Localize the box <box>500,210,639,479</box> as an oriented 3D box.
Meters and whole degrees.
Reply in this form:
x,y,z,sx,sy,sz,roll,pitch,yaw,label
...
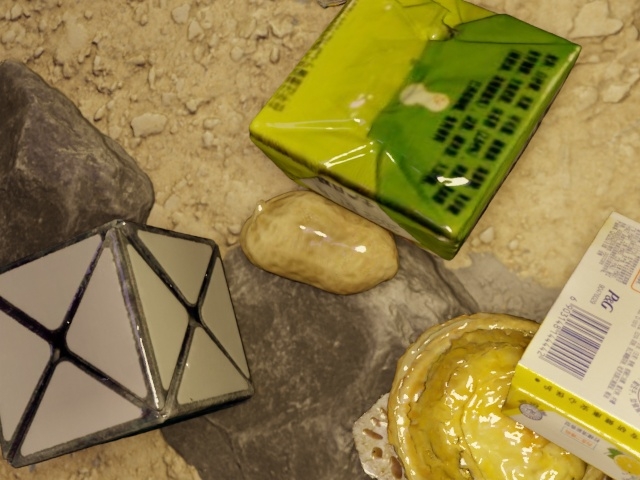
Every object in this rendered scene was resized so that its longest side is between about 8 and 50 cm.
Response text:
x,y,z,sx,sy,sz,roll,pitch,yaw,label
0.327,0.109,0.800,0.168,0.097,0.265,28,54,20,box

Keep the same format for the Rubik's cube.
x,y,z,sx,sy,sz,roll,pitch,yaw,label
-0.275,0.141,1.016,0.259,0.260,0.255,-22,76,20,Rubik's cube

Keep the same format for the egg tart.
x,y,z,sx,sy,sz,roll,pitch,yaw,label
0.215,0.218,0.856,0.290,0.107,0.291,0,77,-2,egg tart

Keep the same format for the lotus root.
x,y,z,sx,sy,sz,roll,pitch,yaw,label
0.109,0.249,0.951,0.122,0.081,0.112,-45,73,10,lotus root

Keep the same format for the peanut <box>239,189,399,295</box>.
x,y,z,sx,sy,sz,roll,pitch,yaw,label
0.000,0.000,0.996,0.224,0.129,0.129,13,89,16,peanut

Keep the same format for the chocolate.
x,y,z,sx,sy,sz,roll,pitch,yaw,label
0.116,-0.154,0.924,0.288,0.137,0.301,29,71,21,chocolate

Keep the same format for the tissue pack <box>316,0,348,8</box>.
x,y,z,sx,sy,sz,roll,pitch,yaw,label
0.038,-0.418,1.067,0.108,0.060,0.148,-8,80,21,tissue pack
